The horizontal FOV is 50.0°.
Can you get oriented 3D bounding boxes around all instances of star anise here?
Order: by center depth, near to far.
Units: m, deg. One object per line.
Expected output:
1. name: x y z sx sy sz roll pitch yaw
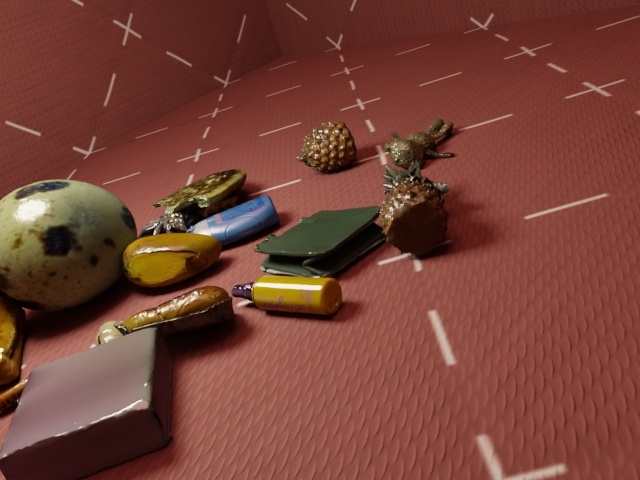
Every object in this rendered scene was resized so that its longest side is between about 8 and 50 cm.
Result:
1. star anise: -0.475 -0.053 2.144 0.204 0.061 0.181 -13 25 13

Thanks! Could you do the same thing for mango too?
1. mango: -0.390 0.045 1.803 0.261 0.130 0.167 -7 21 11

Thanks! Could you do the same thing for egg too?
1. egg: -0.685 0.007 1.831 0.345 0.345 0.428 5 18 42

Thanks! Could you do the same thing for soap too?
1. soap: -0.429 0.308 1.301 0.285 0.107 0.296 -20 25 -1

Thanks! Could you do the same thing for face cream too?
1. face cream: -0.085 0.115 1.490 0.273 0.078 0.078 0 31 36
2. face cream: -0.251 -0.042 1.933 0.264 0.083 0.149 -22 24 -6

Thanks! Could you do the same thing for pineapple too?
1. pineapple: 0.224 -0.101 1.638 0.165 0.166 0.364 -13 23 13
2. pineapple: 0.014 -0.293 2.186 0.193 0.166 0.166 -21 24 -2

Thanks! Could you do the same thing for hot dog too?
1. hot dog: -0.651 0.333 1.488 0.122 0.049 0.037 -35 66 -22
2. hot dog: -0.313 0.164 1.499 0.270 0.082 0.162 -15 -12 5

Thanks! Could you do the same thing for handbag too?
1. handbag: 0.000 -0.002 1.677 0.247 0.079 0.260 -34 26 -34

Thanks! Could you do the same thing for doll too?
1. doll: 0.299 -0.300 2.080 0.202 0.091 0.286 17 42 -1

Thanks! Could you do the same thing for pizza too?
1. pizza: -0.321 -0.113 2.169 0.130 0.041 0.178 -18 14 -3

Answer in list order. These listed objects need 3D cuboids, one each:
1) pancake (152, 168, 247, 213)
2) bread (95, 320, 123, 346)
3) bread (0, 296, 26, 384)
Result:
1. pancake: -0.371 -0.148 2.188 0.304 0.067 0.426 -27 16 -17
2. bread: -0.476 0.234 1.555 0.073 0.053 0.214 -27 26 -8
3. bread: -0.836 0.259 1.699 0.185 0.109 0.380 -24 26 -11
